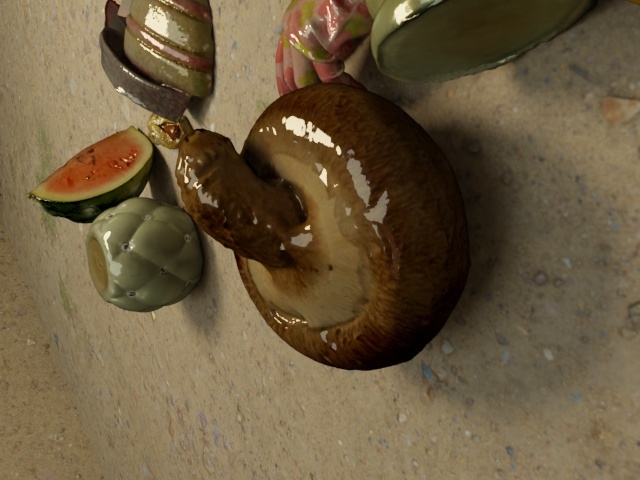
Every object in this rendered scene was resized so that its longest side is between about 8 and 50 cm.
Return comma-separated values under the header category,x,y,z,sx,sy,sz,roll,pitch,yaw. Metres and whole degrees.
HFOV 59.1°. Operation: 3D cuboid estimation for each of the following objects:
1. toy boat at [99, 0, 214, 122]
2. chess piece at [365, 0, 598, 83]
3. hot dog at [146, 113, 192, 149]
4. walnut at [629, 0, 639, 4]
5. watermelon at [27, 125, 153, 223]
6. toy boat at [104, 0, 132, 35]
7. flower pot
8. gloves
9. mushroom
category,x,y,z,sx,sy,sz,roll,pitch,yaw
toy boat,-0.296,-0.369,1.044,0.293,0.111,0.276,-43,76,36
chess piece,0.103,-0.326,0.492,0.182,0.182,0.330,-23,76,53
hot dog,-0.323,-0.229,1.158,0.169,0.061,0.078,19,113,49
walnut,0.227,-0.248,0.348,0.159,0.159,0.206,-17,86,53
watermelon,-0.461,-0.121,1.253,0.159,0.303,0.128,23,139,18
toy boat,-0.390,-0.472,1.178,0.219,0.072,0.318,48,131,29
flower pot,-0.371,0.031,1.183,0.246,0.195,0.246,18,113,49
gloves,0.005,-0.234,0.664,0.241,0.126,0.145,-44,51,37
mushroom,0.020,-0.009,0.647,0.345,0.239,0.345,46,166,16
